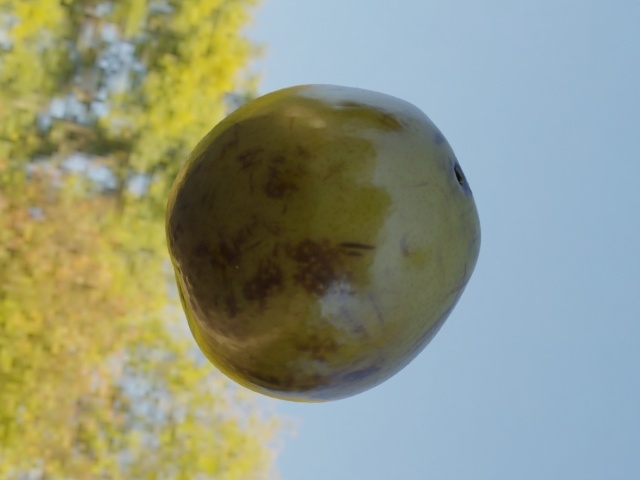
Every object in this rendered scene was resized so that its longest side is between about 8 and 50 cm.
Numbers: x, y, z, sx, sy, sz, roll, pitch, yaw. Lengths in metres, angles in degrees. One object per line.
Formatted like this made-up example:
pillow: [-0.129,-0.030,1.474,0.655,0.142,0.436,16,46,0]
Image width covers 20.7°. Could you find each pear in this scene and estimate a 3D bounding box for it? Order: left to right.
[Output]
pear: [0.000,0.000,1.498,0.281,0.281,0.280,-168,-90,-69]
